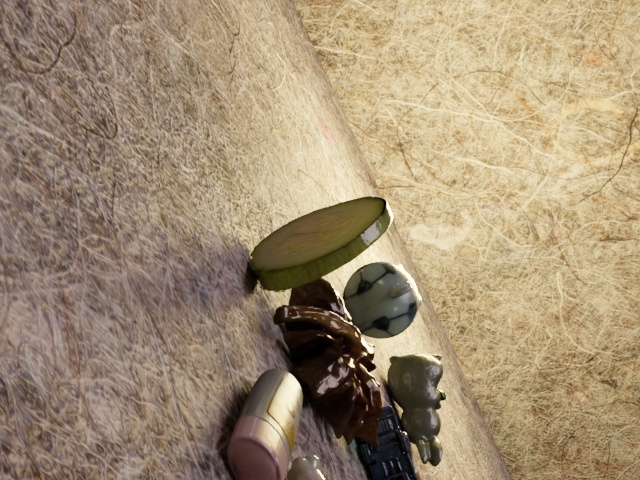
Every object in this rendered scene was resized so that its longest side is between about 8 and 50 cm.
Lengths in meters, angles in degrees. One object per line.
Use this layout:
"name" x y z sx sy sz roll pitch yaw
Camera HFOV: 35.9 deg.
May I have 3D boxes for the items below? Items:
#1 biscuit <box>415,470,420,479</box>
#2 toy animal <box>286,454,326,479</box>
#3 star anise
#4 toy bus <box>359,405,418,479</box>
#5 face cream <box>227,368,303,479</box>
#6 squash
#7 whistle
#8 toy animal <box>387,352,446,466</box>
"biscuit" 0.187 0.521 1.756 0.237 0.026 0.131 -81 148 -72
"toy animal" 0.038 0.344 1.085 0.140 0.138 0.282 41 26 -57
"star anise" 0.022 0.171 1.463 0.350 0.109 0.292 60 7 -28
"toy bus" 0.122 0.392 1.591 0.094 0.079 0.237 84 -12 -68
"face cream" -0.058 0.210 1.108 0.084 0.057 0.198 64 10 -12
"squash" 0.002 0.005 1.415 0.219 0.219 0.041 -85 151 -69
"whistle" 0.106 0.125 1.958 0.289 0.163 0.164 -36 -106 62
"toy animal" 0.195 0.349 2.027 0.108 0.138 0.236 132 -30 -60
